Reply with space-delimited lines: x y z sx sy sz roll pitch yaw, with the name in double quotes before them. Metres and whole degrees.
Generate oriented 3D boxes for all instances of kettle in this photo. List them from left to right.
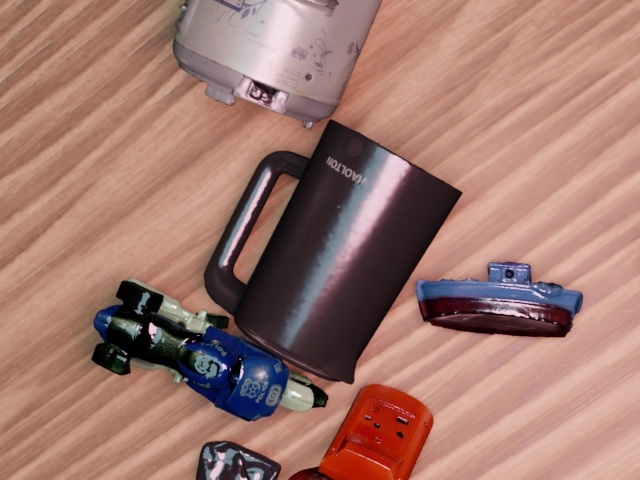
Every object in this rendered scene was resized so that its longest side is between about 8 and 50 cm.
"kettle" 0.002 0.002 1.565 0.262 0.203 0.308 30 94 0

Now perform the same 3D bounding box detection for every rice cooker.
"rice cooker" -0.049 -0.319 1.570 0.264 0.316 0.316 21 89 -11

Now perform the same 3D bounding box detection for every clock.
"clock" 0.080 0.263 1.551 0.113 0.155 0.061 22 129 10

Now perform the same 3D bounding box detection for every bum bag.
"bum bag" -0.141 0.405 1.631 0.123 0.060 0.248 17 89 13

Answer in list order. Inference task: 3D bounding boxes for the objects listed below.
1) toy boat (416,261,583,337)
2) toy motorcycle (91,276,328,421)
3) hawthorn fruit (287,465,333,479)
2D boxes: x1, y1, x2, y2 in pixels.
"toy boat" 0.238 0.072 1.564 0.223 0.100 0.097 4 61 13
"toy motorcycle" -0.152 0.162 1.588 0.331 0.196 0.125 21 90 12
"hawthorn fruit" 0.010 0.402 1.557 0.157 0.157 0.194 17 108 14
